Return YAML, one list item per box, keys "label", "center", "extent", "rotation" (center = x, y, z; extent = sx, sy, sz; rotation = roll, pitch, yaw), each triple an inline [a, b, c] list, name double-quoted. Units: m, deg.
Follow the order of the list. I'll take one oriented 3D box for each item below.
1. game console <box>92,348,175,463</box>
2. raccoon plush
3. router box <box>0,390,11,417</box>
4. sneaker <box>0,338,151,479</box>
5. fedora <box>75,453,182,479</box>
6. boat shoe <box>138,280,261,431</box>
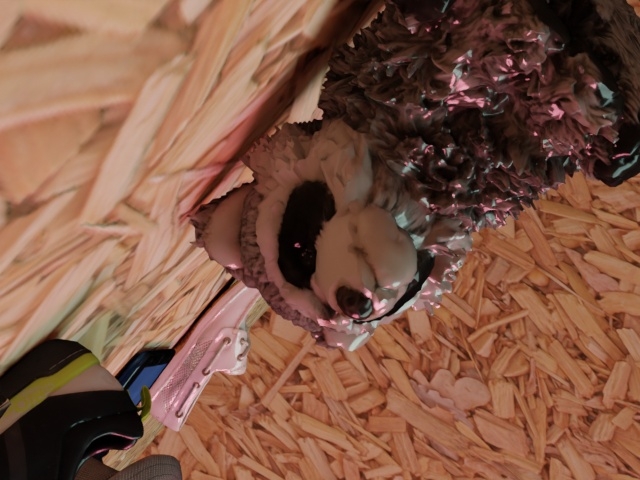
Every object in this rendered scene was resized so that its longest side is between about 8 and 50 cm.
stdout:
- label: "game console"
  center: [-0.220, 0.276, 1.142]
  extent: [0.173, 0.250, 0.293]
  rotation: [-22, 175, -3]
- label: "raccoon plush"
  center: [0.099, -0.097, 0.742]
  extent: [0.299, 0.216, 0.446]
  rotation: [-41, -177, 35]
- label: "router box"
  center: [-0.198, 0.114, 0.411]
  extent: [0.122, 0.038, 0.092]
  rotation: [-50, 178, 24]
- label: "sneaker"
  center: [-0.187, 0.155, 0.545]
  extent: [0.235, 0.097, 0.084]
  rotation: [-48, 177, -29]
- label: "fedora"
  center: [-0.225, 0.231, 0.727]
  extent: [0.244, 0.124, 0.275]
  rotation: [-51, 169, -5]
- label: "boat shoe"
  center: [-0.139, 0.148, 1.345]
  extent: [0.277, 0.096, 0.098]
  rotation: [-50, 177, 9]
